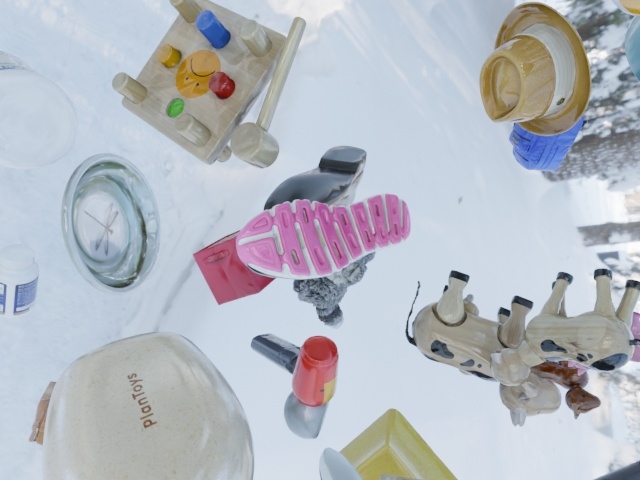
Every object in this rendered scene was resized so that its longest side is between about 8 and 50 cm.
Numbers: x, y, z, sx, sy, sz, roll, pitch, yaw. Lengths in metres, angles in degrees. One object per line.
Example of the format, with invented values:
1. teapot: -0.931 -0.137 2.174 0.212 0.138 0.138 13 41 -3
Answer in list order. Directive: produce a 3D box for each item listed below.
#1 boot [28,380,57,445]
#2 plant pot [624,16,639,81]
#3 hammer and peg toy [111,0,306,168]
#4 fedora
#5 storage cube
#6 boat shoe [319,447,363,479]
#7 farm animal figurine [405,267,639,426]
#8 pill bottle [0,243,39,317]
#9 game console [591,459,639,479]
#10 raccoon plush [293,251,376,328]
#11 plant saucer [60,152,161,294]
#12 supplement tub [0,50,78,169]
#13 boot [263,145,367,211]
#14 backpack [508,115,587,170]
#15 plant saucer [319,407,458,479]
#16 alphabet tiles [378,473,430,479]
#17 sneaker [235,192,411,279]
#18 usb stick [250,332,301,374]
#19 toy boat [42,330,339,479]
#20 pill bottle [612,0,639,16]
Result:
1. boot: -0.655 0.447 1.080 0.073 0.197 0.153 41 49 -48
2. plant pot: 0.612 -0.341 0.547 0.235 0.292 0.293 65 31 -64
3. hammer and peg toy: -0.167 -0.271 0.737 0.266 0.361 0.127 -56 157 0
4. fedora: 0.281 -0.224 0.596 0.194 0.079 0.194 62 -4 9
5. storage cube: -0.264 0.073 1.404 0.193 0.183 0.215 66 28 -8
6. boat shoe: 0.026 0.390 0.605 0.077 0.219 0.070 35 94 -13
7. farm animal figurine: 0.275 0.164 0.614 0.172 0.326 0.330 -61 147 -21
8. pill bottle: -0.522 0.068 0.722 0.067 0.067 0.120 -16 139 -53
9. game console: 0.388 0.448 0.451 0.386 0.060 0.342 4 51 -30
10. raccoon plush: 0.102 0.171 1.623 0.446 0.299 0.216 52 44 -44
11. plant saucer: -0.610 -0.044 1.210 0.400 0.100 0.401 -4 90 -79
12. supplement tub: -0.765 -0.329 1.026 0.228 0.316 0.228 -34 142 -32
13. boot: 0.005 -0.070 0.763 0.305 0.112 0.115 -45 146 -50
14. backpack: 0.417 -0.196 0.808 0.098 0.101 0.120 -95 -173 -51
15. plant saucer: 0.190 0.688 1.135 0.333 0.333 0.081 47 18 15
16. alphabet tiles: 0.171 0.497 0.710 0.009 0.237 0.198 61 38 -17
17. sneaker: 0.000 0.000 0.368 0.170 0.074 0.063 -14 84 -36
18. usb stick: -0.097 0.272 1.036 0.077 0.278 0.045 -14 95 -28
19. toy boat: -0.117 0.208 0.467 0.318 0.267 0.148 -10 127 -28
20. pill bottle: 0.293 -0.217 0.293 0.117 0.117 0.215 53 9 -32
